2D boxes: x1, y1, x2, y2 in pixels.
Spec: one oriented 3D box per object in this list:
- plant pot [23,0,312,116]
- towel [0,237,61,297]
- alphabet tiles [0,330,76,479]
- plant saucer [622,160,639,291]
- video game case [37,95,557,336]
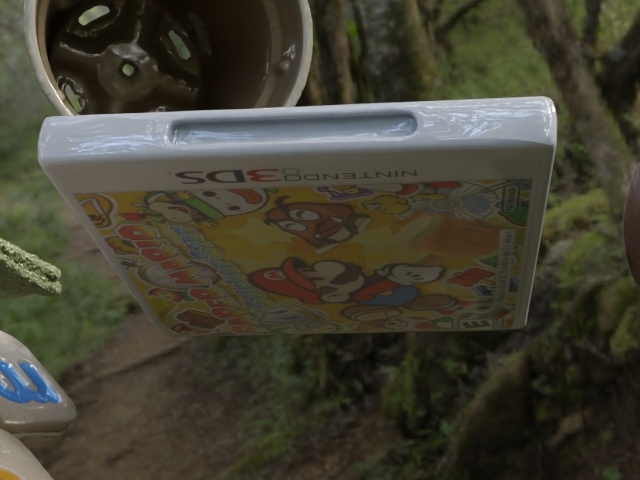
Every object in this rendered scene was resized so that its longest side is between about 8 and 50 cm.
[{"bbox_3d":[-0.217,-0.235,1.504,0.333,0.334,0.305,-13,2,-20],"label":"plant pot"},{"bbox_3d":[-0.283,0.017,0.947,0.110,0.027,0.148,-4,-23,23],"label":"towel"},{"bbox_3d":[-0.228,0.035,0.490,0.021,0.278,0.284,-53,-26,11],"label":"alphabet tiles"},{"bbox_3d":[0.283,-0.014,0.799,0.168,0.169,0.029,-12,14,-14],"label":"plant saucer"},{"bbox_3d":[0.000,0.000,0.573,0.206,0.026,0.227,-2,-22,6],"label":"video game case"}]
